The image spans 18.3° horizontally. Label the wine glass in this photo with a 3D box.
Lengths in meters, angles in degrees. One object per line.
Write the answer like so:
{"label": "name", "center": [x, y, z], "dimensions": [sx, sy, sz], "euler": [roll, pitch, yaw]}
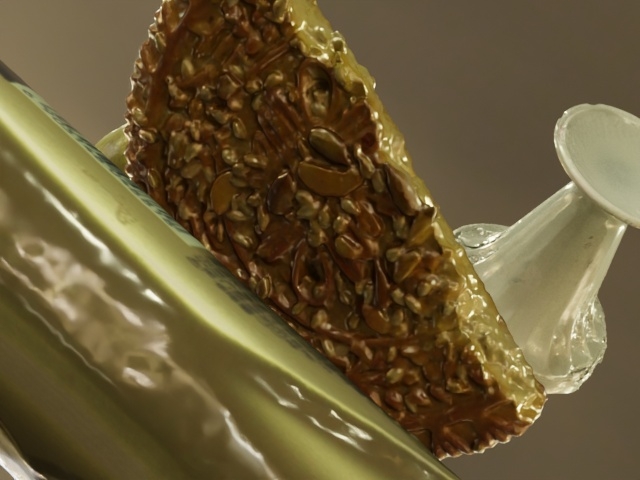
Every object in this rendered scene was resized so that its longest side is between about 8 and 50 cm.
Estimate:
{"label": "wine glass", "center": [0.192, 0.006, 1.532], "dimensions": [0.165, 0.165, 0.196], "euler": [41, -51, 5]}

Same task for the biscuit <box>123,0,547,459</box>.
{"label": "biscuit", "center": [-0.012, -0.001, 0.722], "dimensions": [0.126, 0.025, 0.206], "euler": [-33, -93, 33]}

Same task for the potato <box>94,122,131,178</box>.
{"label": "potato", "center": [-0.066, -0.006, 1.077], "dimensions": [0.105, 0.085, 0.188], "euler": [16, -28, 30]}

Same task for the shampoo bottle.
{"label": "shampoo bottle", "center": [-0.021, 0.066, 0.537], "dimensions": [0.350, 0.084, 0.125], "euler": [41, -14, 13]}
